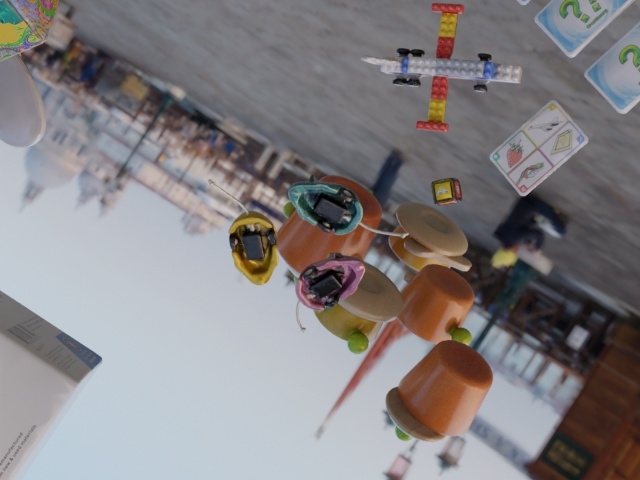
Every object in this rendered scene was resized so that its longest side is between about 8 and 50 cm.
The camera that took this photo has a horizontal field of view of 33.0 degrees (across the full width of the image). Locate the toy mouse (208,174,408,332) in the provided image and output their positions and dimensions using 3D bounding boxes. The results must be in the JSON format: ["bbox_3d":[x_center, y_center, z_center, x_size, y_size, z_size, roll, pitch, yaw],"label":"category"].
[{"bbox_3d":[0.000,0.000,0.878,0.031,0.143,0.161,-92,-12,-61],"label":"toy mouse"}]

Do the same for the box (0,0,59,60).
[{"bbox_3d":[-0.414,-0.275,0.912,0.177,0.279,0.290,-89,-26,-43],"label":"box"}]

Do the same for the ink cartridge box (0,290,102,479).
[{"bbox_3d":[-0.363,0.129,1.046,0.233,0.168,0.171,35,180,-3],"label":"ink cartridge box"}]

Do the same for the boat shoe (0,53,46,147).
[{"bbox_3d":[-0.463,-0.250,1.512,0.267,0.096,0.088,53,-167,0],"label":"boat shoe"}]

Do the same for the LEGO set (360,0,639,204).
[{"bbox_3d":[0.159,-0.144,0.922,0.182,0.244,0.060,53,-161,16],"label":"LEGO set"}]

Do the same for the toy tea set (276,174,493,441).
[{"bbox_3d":[0.055,0.070,1.067,0.200,0.124,0.336,22,-150,-16],"label":"toy tea set"}]
